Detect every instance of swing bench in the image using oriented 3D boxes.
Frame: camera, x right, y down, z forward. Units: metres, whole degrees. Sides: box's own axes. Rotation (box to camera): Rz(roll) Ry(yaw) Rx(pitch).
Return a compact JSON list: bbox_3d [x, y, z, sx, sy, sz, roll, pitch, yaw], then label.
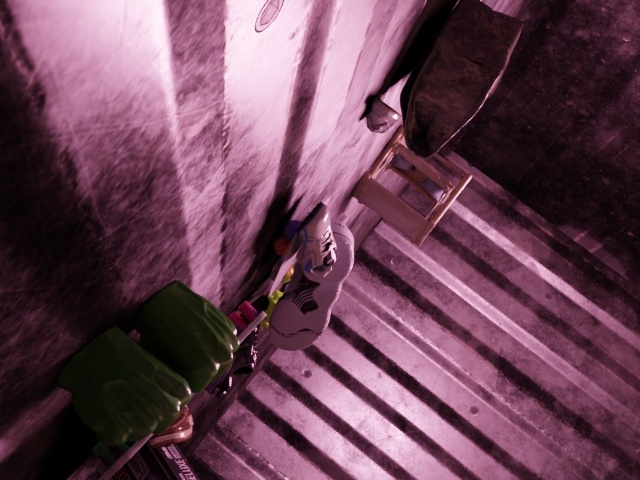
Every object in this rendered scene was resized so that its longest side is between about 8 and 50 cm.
[{"bbox_3d":[0.263,-0.155,2.046,0.255,0.253,0.165,-53,173,3],"label":"swing bench"}]

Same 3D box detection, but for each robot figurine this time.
[{"bbox_3d":[-0.139,0.196,1.946,0.115,0.067,0.101,-54,-157,11],"label":"robot figurine"}]

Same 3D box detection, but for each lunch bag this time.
[{"bbox_3d":[0.278,-0.337,1.480,0.235,0.168,0.287,-58,176,-43],"label":"lunch bag"}]

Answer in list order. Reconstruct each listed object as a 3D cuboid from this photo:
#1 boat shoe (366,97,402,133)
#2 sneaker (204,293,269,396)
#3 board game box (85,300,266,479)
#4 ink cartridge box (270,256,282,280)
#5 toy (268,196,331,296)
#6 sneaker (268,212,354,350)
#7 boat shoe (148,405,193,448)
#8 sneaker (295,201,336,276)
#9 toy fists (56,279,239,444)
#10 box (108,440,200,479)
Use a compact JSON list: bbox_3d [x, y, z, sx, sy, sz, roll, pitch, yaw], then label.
[{"bbox_3d":[0.123,-0.251,1.440,0.063,0.066,0.184,-54,-177,9],"label":"boat shoe"},{"bbox_3d":[-0.190,0.251,1.642,0.283,0.124,0.107,-48,173,-36],"label":"sneaker"},{"bbox_3d":[-0.300,0.303,1.217,0.390,0.050,0.390,-45,180,41],"label":"board game box"},{"bbox_3d":[-0.098,0.071,1.735,0.048,0.028,0.083,-51,173,-23],"label":"ink cartridge box"},{"bbox_3d":[-0.063,0.005,1.505,0.137,0.056,0.237,-49,167,-41],"label":"toy"},{"bbox_3d":[-0.013,0.100,1.747,0.210,0.137,0.366,-73,-171,-61],"label":"sneaker"},{"bbox_3d":[-0.333,0.385,1.518,0.095,0.095,0.257,-13,176,-11],"label":"boat shoe"},{"bbox_3d":[0.000,0.000,1.392,0.085,0.086,0.237,-50,166,-22],"label":"sneaker"},{"bbox_3d":[-0.218,0.169,0.944,0.096,0.142,0.279,-56,172,31],"label":"toy fists"},{"bbox_3d":[-0.365,0.606,1.546,0.242,0.307,0.076,-53,147,10],"label":"box"}]
